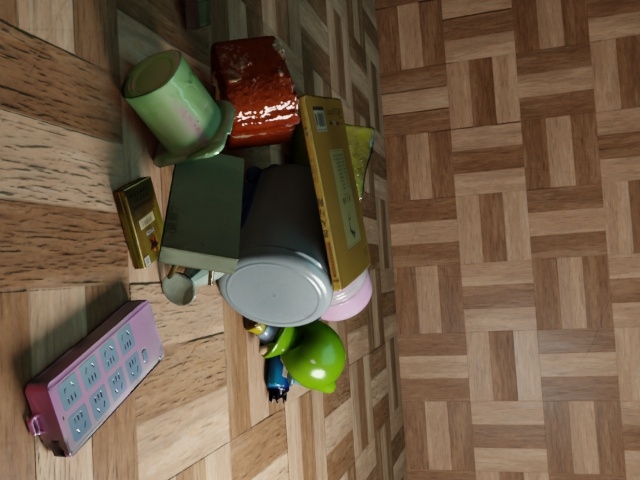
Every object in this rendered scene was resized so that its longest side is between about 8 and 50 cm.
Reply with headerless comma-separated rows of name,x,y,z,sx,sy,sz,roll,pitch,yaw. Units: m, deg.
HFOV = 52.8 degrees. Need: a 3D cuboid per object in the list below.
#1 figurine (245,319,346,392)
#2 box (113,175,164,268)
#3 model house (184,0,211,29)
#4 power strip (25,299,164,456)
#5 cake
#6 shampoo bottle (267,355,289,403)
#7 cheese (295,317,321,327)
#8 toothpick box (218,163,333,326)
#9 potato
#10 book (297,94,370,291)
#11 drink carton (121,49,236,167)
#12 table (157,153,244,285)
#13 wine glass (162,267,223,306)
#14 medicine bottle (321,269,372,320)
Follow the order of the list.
figurine,-0.052,0.244,1.482,0.263,0.143,0.162,39,49,-22
box,-0.288,-0.030,1.047,0.090,0.023,0.133,-55,138,-63
model house,-0.250,-0.460,1.253,0.058,0.057,0.083,-36,144,-41
power strip,-0.305,0.183,0.908,0.279,0.038,0.109,-54,137,-65
cake,-0.133,-0.288,1.270,0.283,0.151,0.177,144,-63,-81
shampoo bottle,-0.097,0.301,1.556,0.087,0.050,0.183,59,30,-61
cheese,-0.047,0.234,1.641,0.062,0.155,0.244,-8,111,-32
toothpick box,-0.081,-0.022,1.404,0.354,0.263,0.263,-79,158,-44
potato,0.007,-0.170,1.820,0.330,0.213,0.280,167,-70,-82
book,0.036,-0.108,1.354,0.269,0.032,0.388,-27,107,-71
drink carton,-0.241,-0.228,1.072,0.142,0.146,0.144,56,33,-44
table,-0.204,-0.035,1.102,0.111,0.122,0.240,116,-20,-44
wine glass,-0.223,0.056,1.168,0.155,0.073,0.073,-46,129,-65
medicine bottle,0.010,0.047,1.718,0.316,0.202,0.202,69,23,-44
